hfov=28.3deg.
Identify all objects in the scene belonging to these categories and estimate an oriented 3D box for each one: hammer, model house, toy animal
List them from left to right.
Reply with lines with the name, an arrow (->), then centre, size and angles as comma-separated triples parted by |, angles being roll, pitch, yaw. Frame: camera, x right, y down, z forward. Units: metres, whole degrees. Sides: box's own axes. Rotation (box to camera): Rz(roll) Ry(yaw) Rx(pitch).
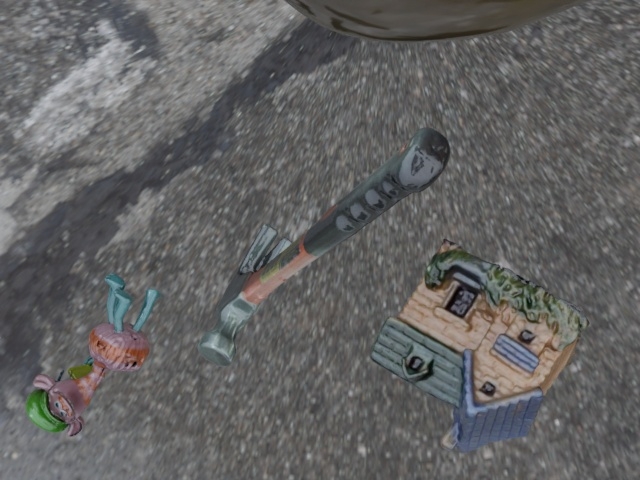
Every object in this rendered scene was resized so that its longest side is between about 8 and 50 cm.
toy animal -> -0.264, 0.136, 1.508 | 0.100, 0.103, 0.208 | 31, 105, -8
hammer -> -0.001, 0.000, 0.911 | 0.033, 0.111, 0.288 | 34, 144, -15
model house -> 0.156, 0.126, 1.342 | 0.183, 0.166, 0.172 | 32, 72, 16

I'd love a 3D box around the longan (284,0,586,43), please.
longan -> 0.062, -0.207, 0.501 | 0.258, 0.258, 0.258 | 1, 104, 3
